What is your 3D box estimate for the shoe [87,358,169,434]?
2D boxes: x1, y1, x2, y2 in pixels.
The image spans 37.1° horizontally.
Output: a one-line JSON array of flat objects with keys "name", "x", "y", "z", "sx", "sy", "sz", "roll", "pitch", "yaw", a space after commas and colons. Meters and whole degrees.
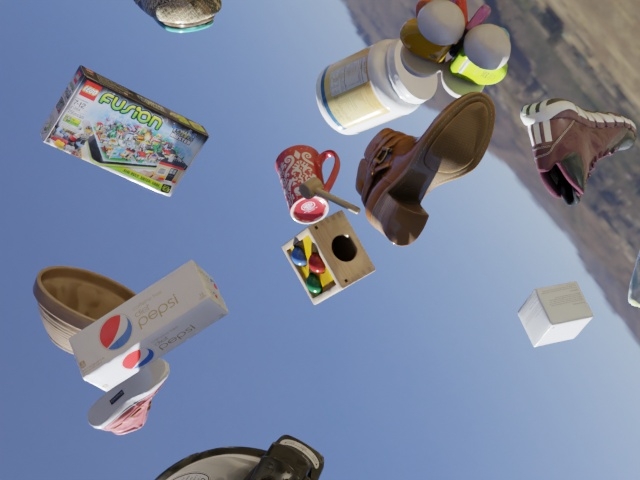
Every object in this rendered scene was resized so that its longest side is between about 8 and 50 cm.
[{"name": "shoe", "x": -0.328, "y": 0.281, "z": 1.713, "sx": 0.063, "sy": 0.178, "sz": 0.081, "roll": 54, "pitch": -173, "yaw": 35}]

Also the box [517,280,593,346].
[{"name": "box", "x": 0.475, "y": 0.149, "z": 1.932, "sx": 0.102, "sy": 0.101, "sz": 0.087, "roll": 109, "pitch": 146, "yaw": -53}]

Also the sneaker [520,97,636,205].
[{"name": "sneaker", "x": 0.437, "y": -0.134, "z": 1.602, "sx": 0.281, "sy": 0.106, "sz": 0.162, "roll": 5, "pitch": -103, "yaw": -39}]

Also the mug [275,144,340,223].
[{"name": "mug", "x": -0.030, "y": -0.140, "z": 2.237, "sx": 0.113, "sy": 0.150, "sz": 0.169, "roll": 19, "pitch": -142, "yaw": -29}]

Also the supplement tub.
[{"name": "supplement tub", "x": 0.105, "y": -0.292, "z": 1.797, "sx": 0.144, "sy": 0.200, "sz": 0.144, "roll": 16, "pitch": -113, "yaw": -43}]

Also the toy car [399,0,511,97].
[{"name": "toy car", "x": 0.223, "y": -0.325, "z": 1.525, "sx": 0.182, "sy": 0.136, "sz": 0.159, "roll": 27, "pitch": 158, "yaw": -2}]

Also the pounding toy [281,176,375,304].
[{"name": "pounding toy", "x": 0.001, "y": -0.008, "z": 1.720, "sx": 0.206, "sy": 0.094, "sz": 0.181, "roll": 61, "pitch": 150, "yaw": 3}]

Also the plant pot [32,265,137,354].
[{"name": "plant pot", "x": -0.458, "y": 0.152, "z": 1.866, "sx": 0.237, "sy": 0.109, "sz": 0.237, "roll": 26, "pitch": -166, "yaw": -7}]

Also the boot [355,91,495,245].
[{"name": "boot", "x": 0.160, "y": -0.144, "z": 1.572, "sx": 0.109, "sy": 0.283, "sz": 0.220, "roll": 19, "pitch": -161, "yaw": -22}]

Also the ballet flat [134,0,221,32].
[{"name": "ballet flat", "x": -0.305, "y": -0.499, "z": 1.695, "sx": 0.483, "sy": 0.164, "sz": 0.182, "roll": 38, "pitch": 140, "yaw": 55}]

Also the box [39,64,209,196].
[{"name": "box", "x": -0.273, "y": -0.150, "z": 1.343, "sx": 0.207, "sy": 0.114, "sz": 0.036, "roll": 24, "pitch": -160, "yaw": -36}]

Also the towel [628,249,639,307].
[{"name": "towel", "x": 0.618, "y": -0.029, "z": 1.458, "sx": 0.375, "sy": 0.320, "sz": 0.090, "roll": 14, "pitch": 179, "yaw": -43}]

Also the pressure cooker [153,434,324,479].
[{"name": "pressure cooker", "x": -0.135, "y": 0.532, "z": 1.568, "sx": 0.420, "sy": 0.376, "sz": 0.369, "roll": 92, "pitch": 166, "yaw": -64}]

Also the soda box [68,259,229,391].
[{"name": "soda box", "x": -0.244, "y": 0.122, "z": 1.357, "sx": 0.074, "sy": 0.216, "sz": 0.069, "roll": 60, "pitch": -175, "yaw": 32}]
